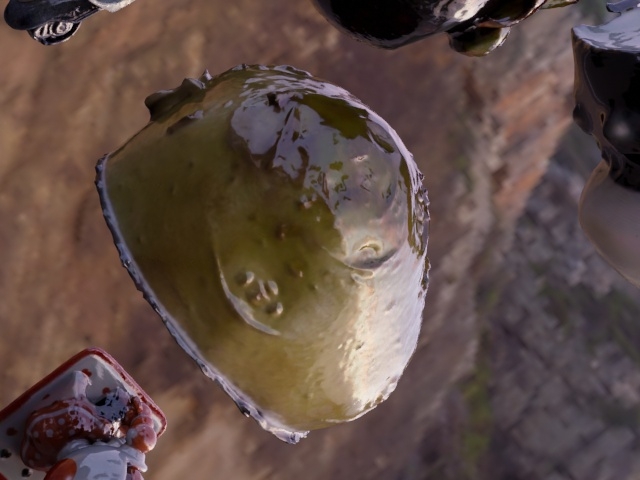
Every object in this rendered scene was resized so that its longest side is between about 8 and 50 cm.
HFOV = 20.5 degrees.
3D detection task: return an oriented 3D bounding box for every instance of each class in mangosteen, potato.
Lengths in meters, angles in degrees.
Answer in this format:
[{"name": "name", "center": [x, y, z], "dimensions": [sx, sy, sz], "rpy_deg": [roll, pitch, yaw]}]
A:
[{"name": "mangosteen", "center": [0.089, -0.217, 1.308], "dimensions": [0.230, 0.194, 0.194], "rpy_deg": [31, -2, -27]}, {"name": "potato", "center": [0.000, 0.000, 1.312], "dimensions": [0.300, 0.196, 0.246], "rpy_deg": [39, 28, -50]}]

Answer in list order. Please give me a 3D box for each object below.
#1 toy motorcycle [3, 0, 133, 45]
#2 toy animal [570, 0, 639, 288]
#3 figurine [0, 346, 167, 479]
[{"name": "toy motorcycle", "center": [-0.173, -0.275, 1.569], "dimensions": [0.091, 0.263, 0.157], "rpy_deg": [52, -11, 32]}, {"name": "toy animal", "center": [0.320, -0.081, 1.550], "dimensions": [0.212, 0.213, 0.266], "rpy_deg": [36, -39, 51]}, {"name": "figurine", "center": [-0.234, 0.261, 1.838], "dimensions": [0.160, 0.183, 0.226], "rpy_deg": [52, 0, -36]}]
